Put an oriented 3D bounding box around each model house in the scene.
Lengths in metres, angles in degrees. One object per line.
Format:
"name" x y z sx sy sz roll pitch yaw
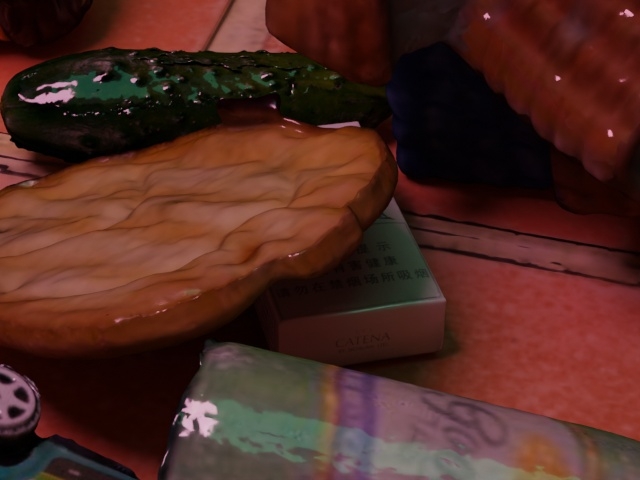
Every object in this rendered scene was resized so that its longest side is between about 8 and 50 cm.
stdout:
"model house" 0.145 -0.099 0.943 0.329 0.252 0.295 -26 48 -21

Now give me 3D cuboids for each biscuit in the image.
"biscuit" -0.082 -0.004 0.890 0.260 0.041 0.203 4 36 45

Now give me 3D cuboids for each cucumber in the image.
"cucumber" -0.058 -0.074 1.026 0.227 0.069 0.069 -4 39 -12

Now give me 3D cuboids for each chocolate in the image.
"chocolate" 0.081 0.116 0.771 0.291 0.110 0.110 10 40 7

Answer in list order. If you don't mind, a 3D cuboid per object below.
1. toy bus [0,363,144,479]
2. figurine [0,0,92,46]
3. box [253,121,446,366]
"toy bus" -0.084 0.131 0.693 0.261 0.091 0.109 24 41 -3
"figurine" -0.197 -0.218 1.061 0.115 0.240 0.175 -14 35 12
"box" 0.000 0.000 0.951 0.084 0.040 0.154 -9 40 -12
